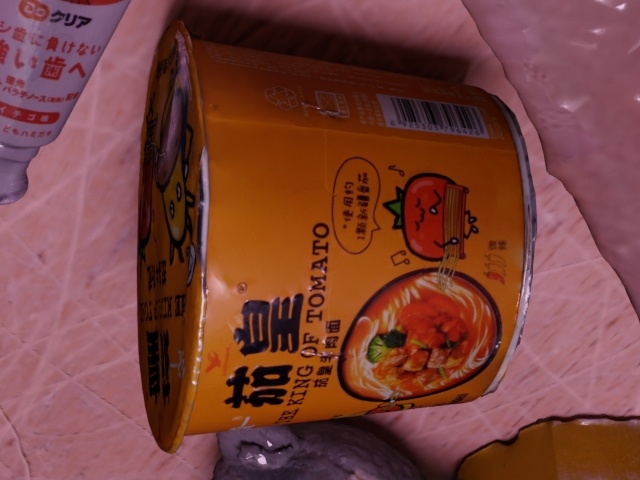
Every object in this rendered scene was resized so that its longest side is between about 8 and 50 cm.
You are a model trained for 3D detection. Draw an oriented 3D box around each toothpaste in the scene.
[{"bbox_3d":[-0.133,-0.120,0.730,0.089,0.057,0.234,11,127,-27],"label":"toothpaste"}]

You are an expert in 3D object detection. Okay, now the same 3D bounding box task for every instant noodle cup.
[{"bbox_3d":[0.000,0.000,0.749,0.172,0.215,0.215,1,135,-14],"label":"instant noodle cup"}]

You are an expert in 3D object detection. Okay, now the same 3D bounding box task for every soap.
[{"bbox_3d":[0.164,0.222,1.045,0.140,0.073,0.232,-1,134,-3],"label":"soap"}]

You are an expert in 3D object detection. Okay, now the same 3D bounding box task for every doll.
[{"bbox_3d":[-0.002,0.273,1.012,0.246,0.158,0.340,19,126,4],"label":"doll"}]

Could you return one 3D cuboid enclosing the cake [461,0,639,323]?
[{"bbox_3d":[0.179,-0.138,0.588,0.230,0.237,0.309,-25,127,18],"label":"cake"}]
